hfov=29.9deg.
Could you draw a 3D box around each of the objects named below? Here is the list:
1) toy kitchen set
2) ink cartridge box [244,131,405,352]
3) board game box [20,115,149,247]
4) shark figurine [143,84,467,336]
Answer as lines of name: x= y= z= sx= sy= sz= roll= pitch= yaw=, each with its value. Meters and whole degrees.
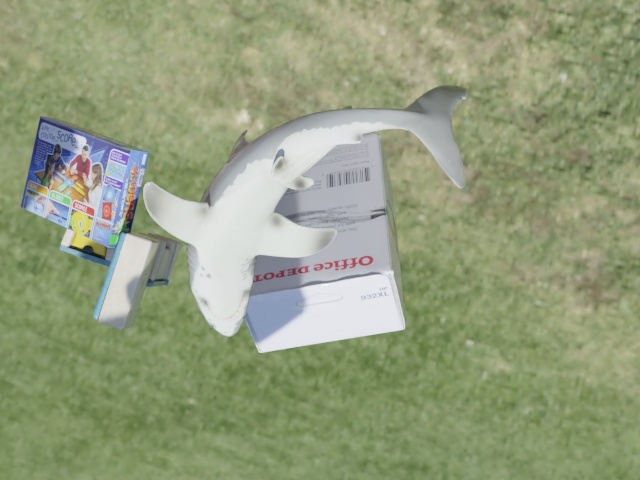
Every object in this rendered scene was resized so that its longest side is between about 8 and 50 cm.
toy kitchen set: x=-0.299 y=0.033 z=1.627 sx=0.166 sy=0.122 sz=0.207 roll=18 pitch=-179 yaw=6
ink cartridge box: x=0.000 y=0.000 z=1.781 sx=0.223 sy=0.307 sz=0.129 roll=-10 pitch=133 yaw=8
board game box: x=-0.326 y=-0.082 z=1.642 sx=0.201 sy=0.136 sz=0.035 roll=22 pitch=-169 yaw=38
shark figurine: x=-0.027 y=-0.062 z=0.937 sx=0.278 sy=0.116 sz=0.166 roll=-37 pitch=122 yaw=16
